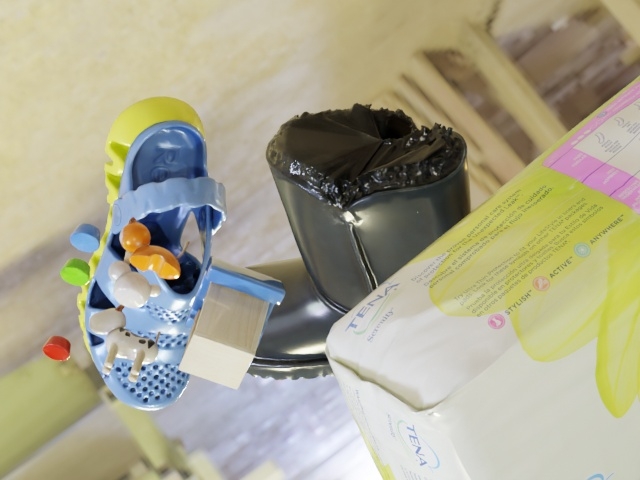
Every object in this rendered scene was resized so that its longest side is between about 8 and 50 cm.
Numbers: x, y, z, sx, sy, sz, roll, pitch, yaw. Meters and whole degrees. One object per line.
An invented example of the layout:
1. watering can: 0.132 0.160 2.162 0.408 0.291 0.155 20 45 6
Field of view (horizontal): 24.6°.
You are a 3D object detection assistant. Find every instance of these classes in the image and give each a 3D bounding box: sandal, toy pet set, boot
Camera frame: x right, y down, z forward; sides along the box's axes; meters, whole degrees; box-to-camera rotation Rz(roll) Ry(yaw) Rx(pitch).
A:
1. sandal: -0.157 0.029 1.416 0.126 0.138 0.317 -6 116 -24
2. toy pet set: -0.078 0.023 0.782 0.122 0.114 0.065 118 -11 -51
3. boot: 0.000 0.000 0.992 0.094 0.246 0.207 -61 144 -38

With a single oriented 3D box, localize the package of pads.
1. package of pads: 0.159 0.057 0.796 0.296 0.101 0.229 -39 129 -19
